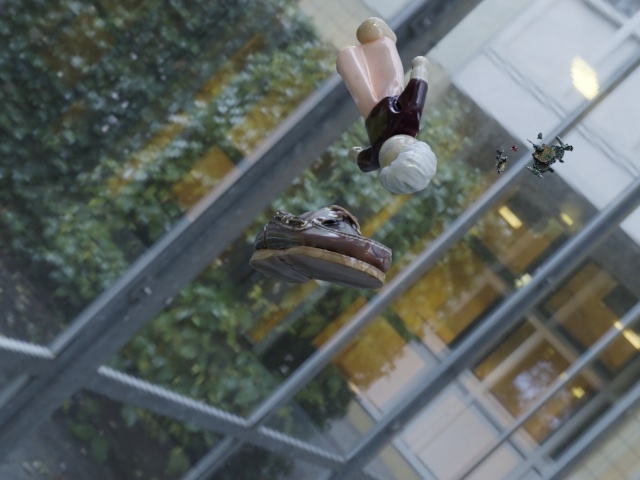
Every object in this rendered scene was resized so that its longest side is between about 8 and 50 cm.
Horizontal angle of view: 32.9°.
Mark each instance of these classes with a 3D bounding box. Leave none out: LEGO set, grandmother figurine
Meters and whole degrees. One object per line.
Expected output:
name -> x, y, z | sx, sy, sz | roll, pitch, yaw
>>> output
LEGO set -> 0.225, -0.085, 1.132 | 0.083, 0.054, 0.023 | 8, -24, 33
grandmother figurine -> 0.101, -0.192, 1.689 | 0.104, 0.208, 0.342 | 8, 39, -21

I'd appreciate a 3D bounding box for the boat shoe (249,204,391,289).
boat shoe -> 0.000, 0.000, 0.996 | 0.073, 0.073, 0.207 | 33, -14, -29
